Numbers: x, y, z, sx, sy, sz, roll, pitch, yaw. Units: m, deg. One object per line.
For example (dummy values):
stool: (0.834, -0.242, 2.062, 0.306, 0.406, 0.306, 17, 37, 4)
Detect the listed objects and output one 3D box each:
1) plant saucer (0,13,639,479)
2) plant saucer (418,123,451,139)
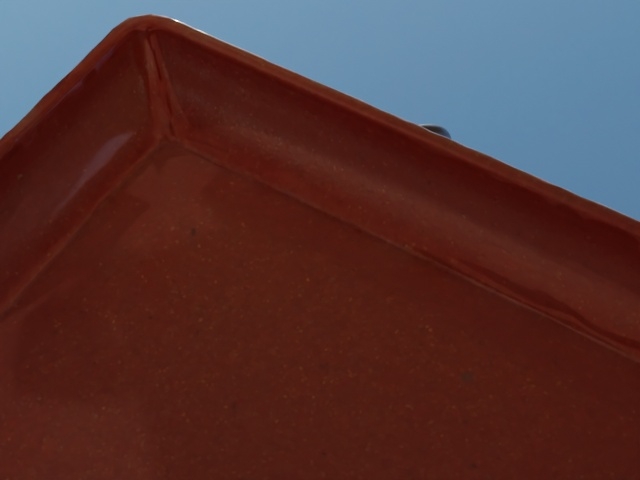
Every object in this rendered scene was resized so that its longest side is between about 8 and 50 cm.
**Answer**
plant saucer: (-0.022, 0.074, 0.311, 0.259, 0.047, 0.258, 26, -120, 21)
plant saucer: (0.000, 0.000, 0.983, 0.278, 0.278, 0.041, -36, -103, 14)
